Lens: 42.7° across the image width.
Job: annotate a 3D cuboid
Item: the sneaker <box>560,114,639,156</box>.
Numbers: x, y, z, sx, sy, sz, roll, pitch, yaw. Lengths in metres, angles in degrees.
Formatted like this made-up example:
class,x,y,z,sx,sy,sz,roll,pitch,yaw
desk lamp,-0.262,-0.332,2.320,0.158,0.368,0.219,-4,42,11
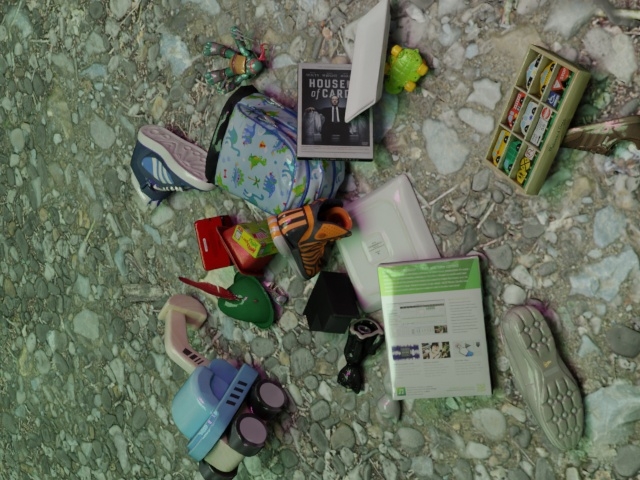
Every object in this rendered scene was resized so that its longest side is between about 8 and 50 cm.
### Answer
class,x,y,z,sx,sy,sz,roll,pitch,yaw
sneaker,0.542,-0.196,1.619,0.189,0.066,0.071,-10,93,41

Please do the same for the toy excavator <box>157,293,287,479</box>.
class,x,y,z,sx,sy,sz,roll,pitch,yaw
toy excavator,-0.326,0.393,2.321,0.445,0.433,0.222,37,125,-5

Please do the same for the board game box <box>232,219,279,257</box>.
class,x,y,z,sx,sy,sz,roll,pitch,yaw
board game box,-0.131,-0.011,2.131,0.092,0.181,0.043,40,121,27

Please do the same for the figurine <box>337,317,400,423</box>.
class,x,y,z,sx,sy,sz,roll,pitch,yaw
figurine,0.140,0.336,2.050,0.215,0.092,0.209,35,127,28

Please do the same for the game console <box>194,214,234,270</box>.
class,x,y,z,sx,sy,sz,roll,pitch,yaw
game console,-0.288,0.006,2.285,0.085,0.124,0.143,170,87,-69

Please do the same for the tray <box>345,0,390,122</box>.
class,x,y,z,sx,sy,sz,roll,pitch,yaw
tray,0.114,-0.409,1.872,0.145,0.030,0.270,-24,55,61

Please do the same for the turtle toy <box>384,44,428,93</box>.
class,x,y,z,sx,sy,sz,roll,pitch,yaw
turtle toy,0.188,-0.386,1.871,0.095,0.066,0.130,37,125,1

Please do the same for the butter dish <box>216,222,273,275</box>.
class,x,y,z,sx,sy,sz,roll,pitch,yaw
butter dish,-0.183,0.007,2.220,0.118,0.160,0.159,-33,76,14

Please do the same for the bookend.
class,x,y,z,sx,sy,sz,roll,pitch,yaw
bookend,0.025,0.186,2.055,0.157,0.072,0.156,-108,32,-47

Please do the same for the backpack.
class,x,y,z,sx,sy,sz,roll,pitch,yaw
backpack,-0.113,-0.199,2.062,0.356,0.273,0.290,27,111,13

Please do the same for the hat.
class,x,y,z,sx,sy,sz,roll,pitch,yaw
hat,-0.261,0.188,2.251,0.208,0.184,0.172,42,139,29

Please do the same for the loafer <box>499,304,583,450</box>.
class,x,y,z,sx,sy,sz,roll,pitch,yaw
loafer,0.472,0.291,1.761,0.111,0.112,0.319,153,100,-75

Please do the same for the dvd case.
class,x,y,z,sx,sy,sz,roll,pitch,yaw
dvd case,0.034,-0.302,1.921,0.180,0.029,0.238,1,77,-3

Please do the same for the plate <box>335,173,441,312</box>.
class,x,y,z,sx,sy,sz,roll,pitch,yaw
plate,0.147,0.016,2.000,0.277,0.045,0.277,-27,81,39

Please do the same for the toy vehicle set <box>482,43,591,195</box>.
class,x,y,z,sx,sy,sz,roll,pitch,yaw
toy vehicle set,0.435,-0.247,1.672,0.166,0.035,0.266,52,130,52

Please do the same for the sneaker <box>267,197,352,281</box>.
class,x,y,z,sx,sy,sz,roll,pitch,yaw
sneaker,0.000,0.000,2.007,0.180,0.321,0.124,-20,70,6

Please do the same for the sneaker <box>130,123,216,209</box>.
class,x,y,z,sx,sy,sz,roll,pitch,yaw
sneaker,-0.431,-0.170,2.397,0.323,0.130,0.236,36,129,23

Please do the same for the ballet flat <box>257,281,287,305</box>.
class,x,y,z,sx,sy,sz,roll,pitch,yaw
ballet flat,-0.133,0.136,2.262,0.114,0.041,0.041,36,119,28

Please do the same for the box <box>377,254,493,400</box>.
class,x,y,z,sx,sy,sz,roll,pitch,yaw
box,0.263,0.200,1.874,0.233,0.058,0.321,-5,97,13

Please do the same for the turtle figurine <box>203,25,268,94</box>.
class,x,y,z,sx,sy,sz,roll,pitch,yaw
turtle figurine,-0.225,-0.466,2.163,0.234,0.118,0.175,17,95,52
